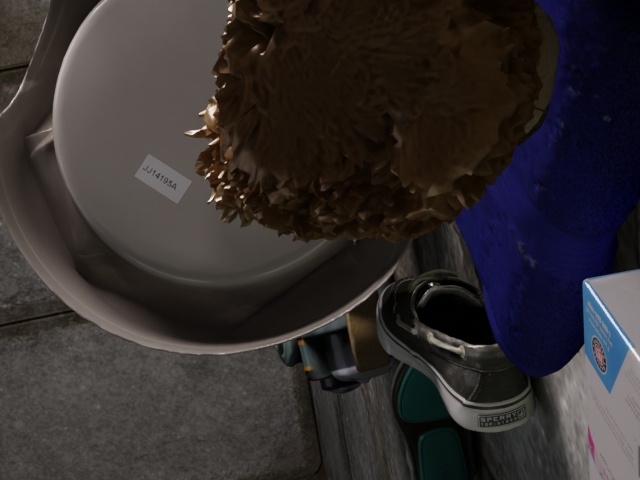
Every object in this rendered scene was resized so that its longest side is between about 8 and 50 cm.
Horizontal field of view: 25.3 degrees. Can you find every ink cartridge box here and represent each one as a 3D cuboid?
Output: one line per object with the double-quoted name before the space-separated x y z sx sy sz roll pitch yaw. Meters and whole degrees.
"ink cartridge box" 0.153 0.111 0.573 0.104 0.061 0.181 -111 11 -60

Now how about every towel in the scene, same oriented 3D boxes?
"towel" 0.100 -0.096 0.677 0.308 0.076 0.228 90 160 -61

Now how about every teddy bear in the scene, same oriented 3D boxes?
"teddy bear" 0.041 -0.162 0.502 0.113 0.245 0.338 19 -123 -56

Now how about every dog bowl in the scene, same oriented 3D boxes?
"dog bowl" -0.069 -0.088 1.058 0.102 0.348 0.349 33 -135 -80

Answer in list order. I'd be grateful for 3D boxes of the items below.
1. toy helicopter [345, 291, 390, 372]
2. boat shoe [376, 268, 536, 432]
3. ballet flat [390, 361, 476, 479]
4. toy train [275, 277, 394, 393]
"toy helicopter" 0.013 -0.043 1.292 0.235 0.140 0.355 -108 6 -61
"boat shoe" 0.094 0.058 1.015 0.219 0.077 0.070 -135 32 -65
"ballet flat" 0.092 0.134 1.179 0.068 0.072 0.213 -101 3 -47
"toy train" 0.000 0.000 1.531 0.190 0.142 0.334 154 104 -74
